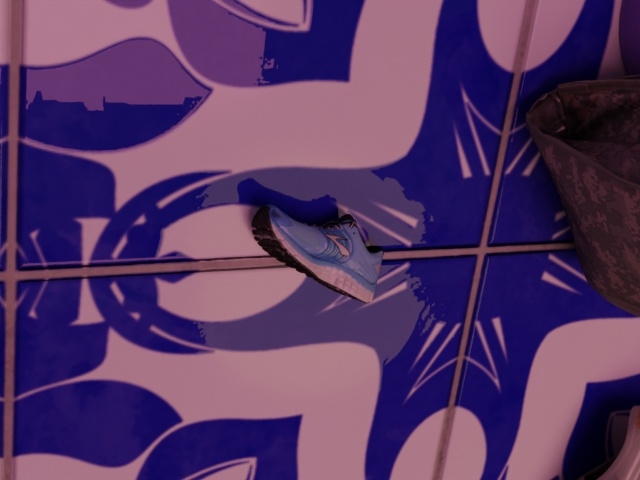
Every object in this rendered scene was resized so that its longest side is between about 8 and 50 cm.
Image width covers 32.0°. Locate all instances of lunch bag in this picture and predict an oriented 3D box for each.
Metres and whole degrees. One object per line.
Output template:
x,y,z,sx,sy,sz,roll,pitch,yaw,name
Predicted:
0.350,-0.035,1.111,0.169,0.287,0.235,-44,129,-17,lunch bag

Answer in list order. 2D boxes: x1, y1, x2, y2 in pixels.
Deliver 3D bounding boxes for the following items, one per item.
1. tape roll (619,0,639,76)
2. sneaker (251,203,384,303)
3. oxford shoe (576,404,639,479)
0.453,-0.239,1.165,0.275,0.090,0.274,-11,119,-20,tape roll
0.000,0.000,1.109,0.162,0.063,0.073,31,81,-37,sneaker
0.338,0.387,1.405,0.449,0.130,0.169,-61,162,17,oxford shoe
